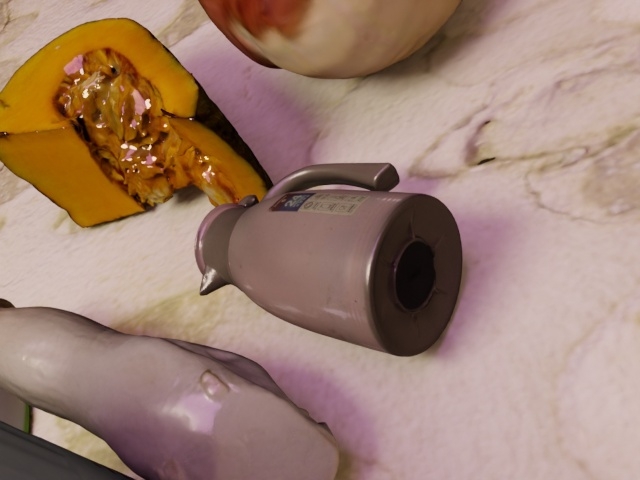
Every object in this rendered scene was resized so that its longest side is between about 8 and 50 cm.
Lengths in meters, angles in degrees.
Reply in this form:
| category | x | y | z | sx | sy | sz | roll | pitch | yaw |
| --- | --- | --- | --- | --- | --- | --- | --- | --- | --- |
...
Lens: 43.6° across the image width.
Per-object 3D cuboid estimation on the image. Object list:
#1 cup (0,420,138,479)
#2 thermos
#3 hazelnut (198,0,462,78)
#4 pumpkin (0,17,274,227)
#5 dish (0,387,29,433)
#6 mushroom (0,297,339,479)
| category | x | y | z | sx | sy | sz | roll | pitch | yaw |
| --- | --- | --- | --- | --- | --- | --- | --- | --- | --- |
| cup | -0.200 | 0.222 | 0.390 | 0.331 | 0.311 | 0.256 | 24 | 73 | 41 |
| thermos | 0.000 | 0.000 | 0.576 | 0.193 | 0.105 | 0.137 | 8 | 59 | 42 |
| hazelnut | 0.009 | -0.260 | 0.663 | 0.261 | 0.241 | 0.261 | -7 | 34 | 5 |
| pumpkin | -0.184 | -0.083 | 0.725 | 0.190 | 0.139 | 0.280 | -38 | 43 | -2 |
| dish | -0.416 | 0.196 | 0.680 | 0.324 | 0.124 | 0.324 | -17 | 51 | 22 |
| mushroom | -0.140 | 0.108 | 0.576 | 0.351 | 0.109 | 0.097 | 11 | 80 | 36 |
